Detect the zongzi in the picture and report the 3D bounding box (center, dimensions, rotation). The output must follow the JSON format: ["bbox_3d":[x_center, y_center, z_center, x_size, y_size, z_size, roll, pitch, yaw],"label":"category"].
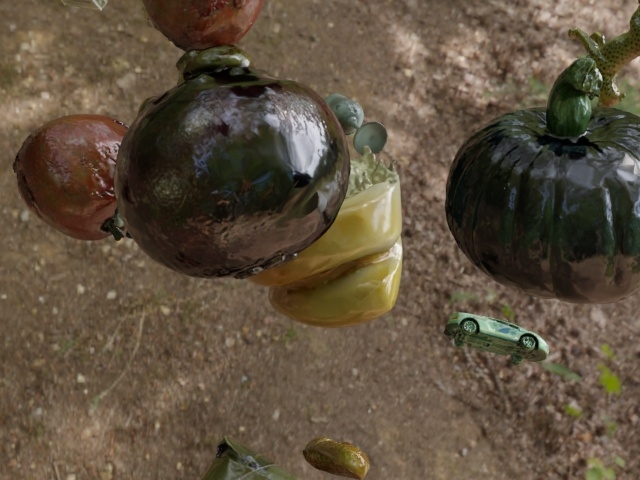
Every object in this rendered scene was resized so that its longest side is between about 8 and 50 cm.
[{"bbox_3d":[-0.137,0.578,1.716,0.317,0.154,0.289,18,63,36],"label":"zongzi"}]

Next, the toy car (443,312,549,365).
[{"bbox_3d":[0.313,0.170,1.530,0.186,0.093,0.058,15,62,5],"label":"toy car"}]

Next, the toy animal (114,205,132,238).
[{"bbox_3d":[-0.349,-0.061,1.848,0.225,0.121,0.094,-13,24,-42],"label":"toy animal"}]

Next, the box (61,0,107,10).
[{"bbox_3d":[-0.474,-0.489,1.529,0.109,0.198,0.029,17,68,34],"label":"box"}]

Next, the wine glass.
[{"bbox_3d":[0.067,-0.247,1.820,0.079,0.079,0.195,-7,30,-21],"label":"wine glass"}]

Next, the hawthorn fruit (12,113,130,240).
[{"bbox_3d":[-0.525,-0.151,1.961,0.316,0.316,0.316,8,44,-7],"label":"hawthorn fruit"}]

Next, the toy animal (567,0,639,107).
[{"bbox_3d":[0.484,-0.307,1.338,0.073,0.181,0.136,14,52,-42],"label":"toy animal"}]

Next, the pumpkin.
[{"bbox_3d":[0.253,-0.071,0.876,0.248,0.248,0.248,8,44,-7],"label":"pumpkin"}]

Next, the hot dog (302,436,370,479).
[{"bbox_3d":[0.023,0.331,1.339,0.066,0.216,0.047,41,70,-5],"label":"hot dog"}]

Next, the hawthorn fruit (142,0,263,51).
[{"bbox_3d":[-0.162,-0.394,1.305,0.181,0.235,0.181,36,15,-11],"label":"hawthorn fruit"}]

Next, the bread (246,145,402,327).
[{"bbox_3d":[0.026,0.000,1.558,0.329,0.424,0.245,-43,101,-7],"label":"bread"}]

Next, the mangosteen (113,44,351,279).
[{"bbox_3d":[-0.109,-0.098,1.081,0.297,0.293,0.297,-2,9,0],"label":"mangosteen"}]

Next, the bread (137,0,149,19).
[{"bbox_3d":[-0.313,-0.572,1.602,0.211,0.183,0.224,-35,70,3],"label":"bread"}]
